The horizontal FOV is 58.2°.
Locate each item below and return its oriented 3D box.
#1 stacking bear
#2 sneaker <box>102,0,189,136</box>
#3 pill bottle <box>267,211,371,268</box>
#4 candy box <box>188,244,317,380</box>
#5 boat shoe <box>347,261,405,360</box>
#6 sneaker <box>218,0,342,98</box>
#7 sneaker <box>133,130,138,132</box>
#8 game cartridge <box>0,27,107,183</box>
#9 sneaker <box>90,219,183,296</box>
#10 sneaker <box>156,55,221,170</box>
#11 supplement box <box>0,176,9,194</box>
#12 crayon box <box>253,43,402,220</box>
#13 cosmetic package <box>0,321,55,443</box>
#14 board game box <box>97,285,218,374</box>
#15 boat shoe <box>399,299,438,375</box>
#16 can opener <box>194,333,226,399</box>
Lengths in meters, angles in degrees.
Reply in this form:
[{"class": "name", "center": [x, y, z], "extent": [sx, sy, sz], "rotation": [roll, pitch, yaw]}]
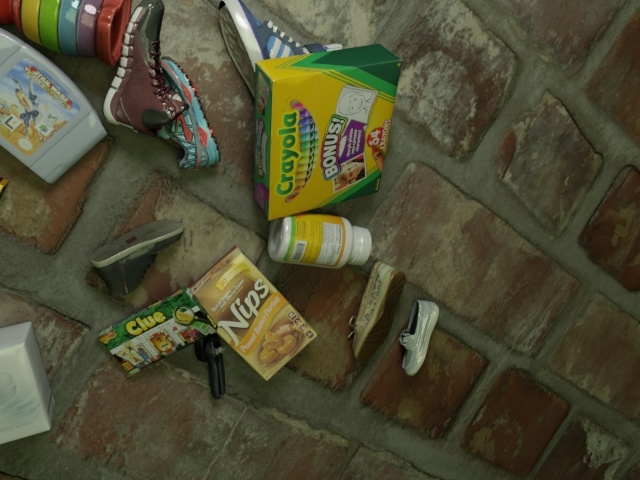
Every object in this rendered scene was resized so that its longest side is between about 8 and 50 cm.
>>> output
[{"class": "stacking bear", "center": [-0.543, -0.463, 1.144], "extent": [0.289, 0.164, 0.175], "rotation": [13, 55, -12]}, {"class": "sneaker", "center": [-0.337, -0.348, 1.210], "extent": [0.162, 0.106, 0.281], "rotation": [27, 113, -1]}, {"class": "pill bottle", "center": [0.000, 0.000, 1.475], "extent": [0.245, 0.136, 0.136], "rotation": [8, 101, -22]}, {"class": "candy box", "center": [-0.178, 0.189, 1.484], "extent": [0.183, 0.087, 0.316], "rotation": [-42, 114, -5]}, {"class": "boat shoe", "center": [0.150, 0.201, 1.622], "extent": [0.104, 0.089, 0.285], "rotation": [12, 103, -49]}, {"class": "sneaker", "center": [-0.070, -0.443, 1.347], "extent": [0.236, 0.130, 0.323], "rotation": [-33, 110, -17]}, {"class": "sneaker", "center": [-0.431, -0.280, 1.298], "extent": [0.035, 0.031, 0.083], "rotation": [-41, 114, -7]}, {"class": "game cartridge", "center": [-0.604, -0.280, 1.188], "extent": [0.198, 0.062, 0.297], "rotation": [-39, 124, 6]}, {"class": "sneaker", "center": [-0.422, 0.039, 1.372], "extent": [0.222, 0.083, 0.118], "rotation": [-26, 130, -20]}, {"class": "sneaker", "center": [-0.322, -0.279, 1.301], "extent": [0.125, 0.104, 0.262], "rotation": [-24, 110, -10]}, {"class": "supplement box", "center": [-0.767, -0.115, 1.189], "extent": [0.188, 0.081, 0.104], "rotation": [27, 94, -25]}, {"class": "crayon box", "center": [0.006, -0.246, 1.333], "extent": [0.313, 0.106, 0.363], "rotation": [-17, 136, -24]}, {"class": "cosmetic package", "center": [-0.743, 0.330, 1.285], "extent": [0.224, 0.138, 0.225], "rotation": [-13, 107, -17]}, {"class": "board game box", "center": [-0.394, 0.221, 1.396], "extent": [0.259, 0.030, 0.136], "rotation": [-28, 110, 11]}, {"class": "boat shoe", "center": [0.273, 0.281, 1.690], "extent": [0.081, 0.079, 0.227], "rotation": [18, 92, -14]}, {"class": "can opener", "center": [-0.276, 0.329, 1.511], "extent": [0.059, 0.073, 0.186], "rotation": [-37, 124, -51]}]
